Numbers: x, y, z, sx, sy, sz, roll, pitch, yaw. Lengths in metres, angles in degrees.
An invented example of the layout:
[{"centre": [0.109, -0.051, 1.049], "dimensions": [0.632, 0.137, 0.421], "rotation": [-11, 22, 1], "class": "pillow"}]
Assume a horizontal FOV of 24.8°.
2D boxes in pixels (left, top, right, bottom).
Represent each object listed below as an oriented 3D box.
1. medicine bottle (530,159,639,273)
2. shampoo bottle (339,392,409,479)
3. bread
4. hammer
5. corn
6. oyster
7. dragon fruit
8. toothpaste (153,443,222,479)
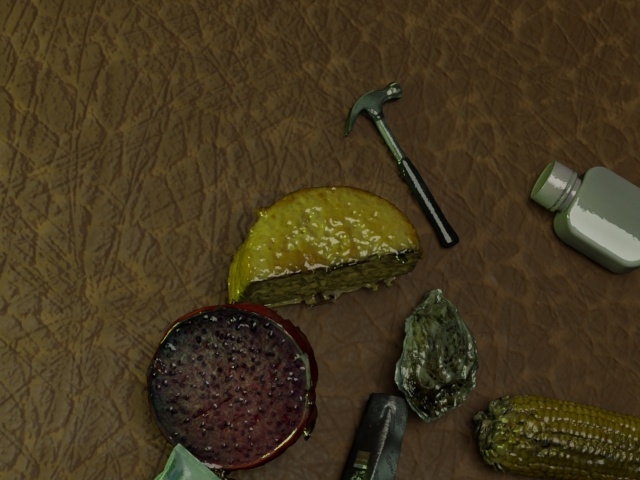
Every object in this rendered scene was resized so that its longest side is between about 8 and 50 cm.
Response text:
[{"centre": [0.391, -0.040, 2.059], "dimensions": [0.183, 0.069, 0.119], "rotation": [31, 72, -5], "class": "medicine bottle"}, {"centre": [0.066, 0.304, 1.895], "dimensions": [0.063, 0.057, 0.207], "rotation": [31, 69, -37], "class": "shampoo bottle"}, {"centre": [-0.005, 0.002, 1.907], "dimensions": [0.261, 0.160, 0.147], "rotation": [-11, 72, -10], "class": "bread"}, {"centre": [0.118, -0.096, 2.030], "dimensions": [0.103, 0.029, 0.246], "rotation": [-26, 85, -19], "class": "hammer"}, {"centre": [0.359, 0.273, 1.949], "dimensions": [0.318, 0.115, 0.115], "rotation": [10, 73, -11], "class": "corn"}, {"centre": [0.153, 0.156, 1.942], "dimensions": [0.125, 0.064, 0.177], "rotation": [47, 50, -17], "class": "oyster"}, {"centre": [-0.106, 0.171, 1.858], "dimensions": [0.218, 0.148, 0.224], "rotation": [-43, 99, 11], "class": "dragon fruit"}, {"centre": [-0.246, 0.383, 1.783], "dimensions": [0.075, 0.048, 0.297], "rotation": [44, 79, -7], "class": "toothpaste"}]
